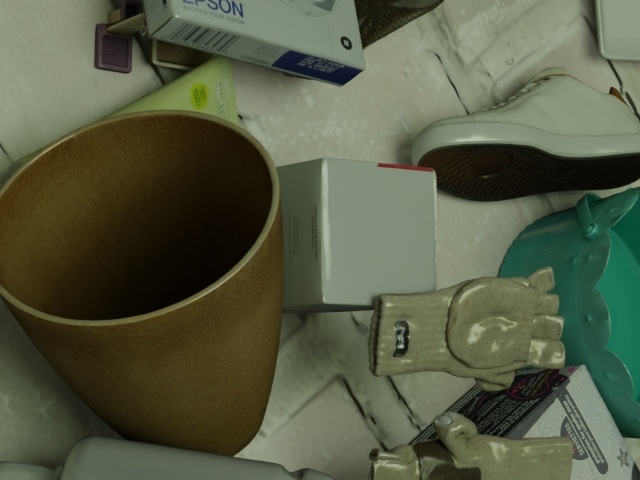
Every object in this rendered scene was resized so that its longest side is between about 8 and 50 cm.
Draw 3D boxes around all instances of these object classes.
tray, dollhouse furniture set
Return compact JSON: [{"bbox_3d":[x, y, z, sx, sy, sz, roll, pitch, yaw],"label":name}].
[{"bbox_3d":[0.341,-0.328,2.032,0.145,0.030,0.270,0,84,-37],"label":"tray"},{"bbox_3d":[-0.130,-0.195,1.631,0.114,0.081,0.091,7,80,-36],"label":"dollhouse furniture set"}]

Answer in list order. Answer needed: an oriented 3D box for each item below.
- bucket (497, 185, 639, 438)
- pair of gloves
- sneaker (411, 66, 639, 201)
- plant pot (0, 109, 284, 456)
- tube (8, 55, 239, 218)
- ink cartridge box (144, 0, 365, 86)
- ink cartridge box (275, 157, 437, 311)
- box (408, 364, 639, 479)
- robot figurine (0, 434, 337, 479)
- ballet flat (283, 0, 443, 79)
[{"bbox_3d":[0.323,0.075,1.870,0.281,0.183,0.281,5,81,-37],"label":"bucket"},{"bbox_3d":[0.130,0.146,1.629,0.204,0.042,0.240,-9,106,-25],"label":"pair of gloves"},{"bbox_3d":[0.202,-0.114,1.876,0.290,0.106,0.123,-1,58,-34],"label":"sneaker"},{"bbox_3d":[-0.129,0.065,1.505,0.237,0.237,0.254,-47,144,-31],"label":"plant pot"},{"bbox_3d":[-0.160,-0.086,1.608,0.240,0.070,0.062,-29,77,-38],"label":"tube"},{"bbox_3d":[-0.069,-0.262,1.651,0.223,0.045,0.224,10,59,-40],"label":"ink cartridge box"},{"bbox_3d":[0.000,0.000,1.644,0.128,0.176,0.127,2,85,-36],"label":"ink cartridge box"},{"bbox_3d":[0.222,0.265,1.794,0.163,0.142,0.247,-37,106,-34],"label":"box"},{"bbox_3d":[-0.101,0.268,1.463,0.353,0.300,0.199,9,63,-1],"label":"robot figurine"},{"bbox_3d":[0.041,-0.220,1.786,0.084,0.058,0.250,46,51,3],"label":"ballet flat"}]
